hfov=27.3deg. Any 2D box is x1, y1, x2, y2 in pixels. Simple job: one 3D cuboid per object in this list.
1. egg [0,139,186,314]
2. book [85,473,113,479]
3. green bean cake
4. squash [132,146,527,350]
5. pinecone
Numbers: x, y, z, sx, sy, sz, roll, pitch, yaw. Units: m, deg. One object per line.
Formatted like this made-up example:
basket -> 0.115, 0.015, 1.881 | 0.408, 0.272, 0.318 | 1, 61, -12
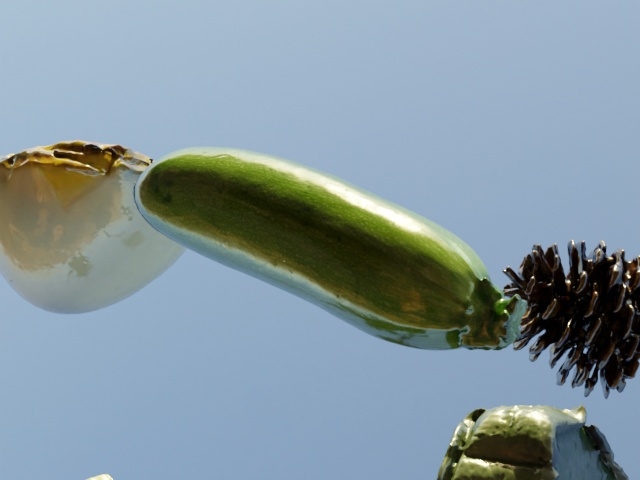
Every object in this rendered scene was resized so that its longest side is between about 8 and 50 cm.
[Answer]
egg -> -0.267, -0.004, 1.553 | 0.286, 0.264, 0.174 | -10, -109, 42
book -> -0.129, 0.346, 1.098 | 0.264, 0.027, 0.202 | 36, -50, 45
green bean cake -> 0.165, 0.251, 1.041 | 0.125, 0.227, 0.222 | 1, -118, 26
squash -> 0.000, 0.000, 1.065 | 0.395, 0.107, 0.107 | 22, -98, 37
pinecone -> 0.263, 0.072, 1.382 | 0.165, 0.163, 0.163 | 24, -100, -1
